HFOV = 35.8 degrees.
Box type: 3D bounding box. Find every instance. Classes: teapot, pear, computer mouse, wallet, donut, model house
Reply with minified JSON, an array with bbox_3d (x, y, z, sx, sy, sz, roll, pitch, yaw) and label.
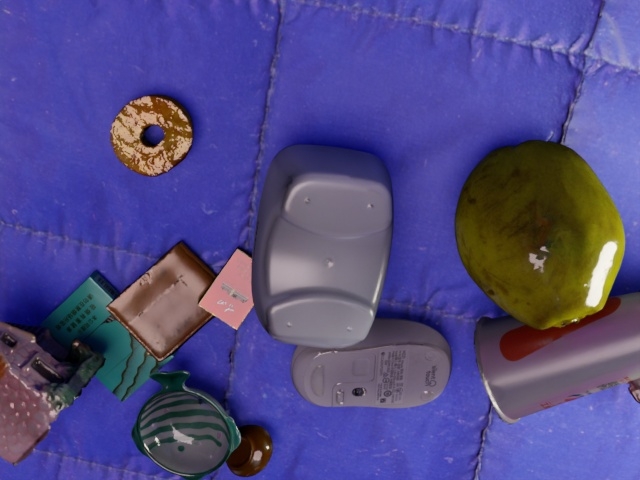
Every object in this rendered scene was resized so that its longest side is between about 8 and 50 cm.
[{"bbox_3d":[-0.140,0.421,1.977,0.129,0.078,0.098,-40,61,31],"label":"teapot"},{"bbox_3d":[0.357,-0.011,1.625,0.269,0.269,0.321,-11,72,12],"label":"pear"},{"bbox_3d":[0.090,0.223,1.837,0.296,0.121,0.184,-6,120,-4],"label":"computer mouse"},{"bbox_3d":[-0.283,0.115,1.873,0.195,0.042,0.161,-43,105,2],"label":"wallet"},{"bbox_3d":[-0.296,-0.191,1.763,0.151,0.058,0.152,3,111,7],"label":"donut"},{"bbox_3d":[-0.558,0.234,1.829,0.237,0.237,0.202,40,117,-7],"label":"model house"}]

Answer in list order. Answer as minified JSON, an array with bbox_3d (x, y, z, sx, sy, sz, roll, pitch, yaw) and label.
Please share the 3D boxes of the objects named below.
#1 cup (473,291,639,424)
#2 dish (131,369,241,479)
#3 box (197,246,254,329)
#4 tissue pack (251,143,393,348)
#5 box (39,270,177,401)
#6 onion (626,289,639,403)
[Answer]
[{"bbox_3d":[0.433,0.187,1.692,0.288,0.203,0.203,-19,108,28],"label":"cup"},{"bbox_3d":[-0.262,0.350,1.958,0.224,0.078,0.246,-4,110,13],"label":"dish"},{"bbox_3d":[-0.155,0.089,1.849,0.090,0.023,0.133,36,95,-8],"label":"box"},{"bbox_3d":[0.000,0.000,1.706,0.229,0.236,0.333,5,111,-9],"label":"tissue pack"},{"bbox_3d":[-0.413,0.189,1.938,0.161,0.042,0.226,-40,100,21],"label":"box"},{"bbox_3d":[0.661,0.172,1.728,0.280,0.146,0.314,-18,101,38],"label":"onion"}]
